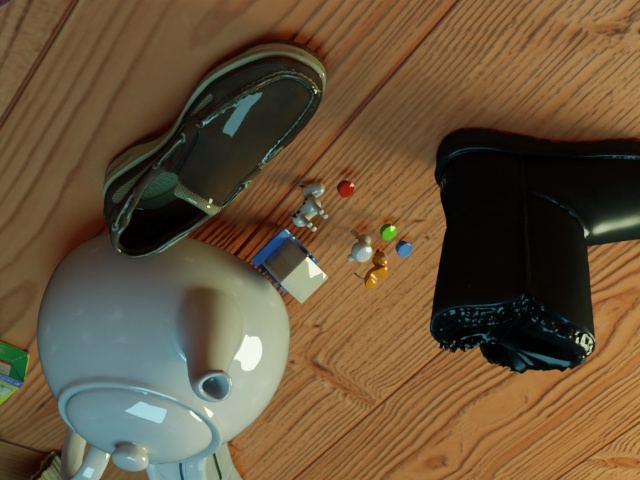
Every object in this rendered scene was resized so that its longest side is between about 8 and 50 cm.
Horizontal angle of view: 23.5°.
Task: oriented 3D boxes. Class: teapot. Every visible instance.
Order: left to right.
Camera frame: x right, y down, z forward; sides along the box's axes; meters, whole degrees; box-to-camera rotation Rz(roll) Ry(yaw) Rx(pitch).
[{"bbox_3d":[-0.156,0.125,1.408,0.252,0.187,0.256,2,148,17],"label":"teapot"}]

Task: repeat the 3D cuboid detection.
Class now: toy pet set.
[{"bbox_3d":[0.000,0.000,1.385,0.114,0.065,0.122,-44,134,0],"label":"toy pet set"}]

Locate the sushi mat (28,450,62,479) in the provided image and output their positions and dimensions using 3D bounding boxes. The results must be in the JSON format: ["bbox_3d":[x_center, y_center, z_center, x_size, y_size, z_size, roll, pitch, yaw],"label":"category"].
[{"bbox_3d":[-0.303,0.385,1.817,0.019,0.151,0.316,25,154,32],"label":"sushi mat"}]

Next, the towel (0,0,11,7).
[{"bbox_3d":[-0.333,-0.271,1.066,0.237,0.037,0.329,-22,137,25],"label":"towel"}]

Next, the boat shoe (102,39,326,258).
[{"bbox_3d":[-0.087,-0.062,1.263,0.095,0.095,0.257,27,136,-28],"label":"boat shoe"}]

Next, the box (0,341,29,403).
[{"bbox_3d":[-0.392,0.153,1.599,0.105,0.043,0.179,26,138,-26],"label":"box"}]

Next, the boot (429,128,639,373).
[{"bbox_3d":[0.208,0.017,1.255,0.246,0.207,0.094,7,141,-7],"label":"boot"}]

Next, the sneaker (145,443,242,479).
[{"bbox_3d":[-0.145,0.276,1.718,0.091,0.094,0.258,14,140,16],"label":"sneaker"}]
